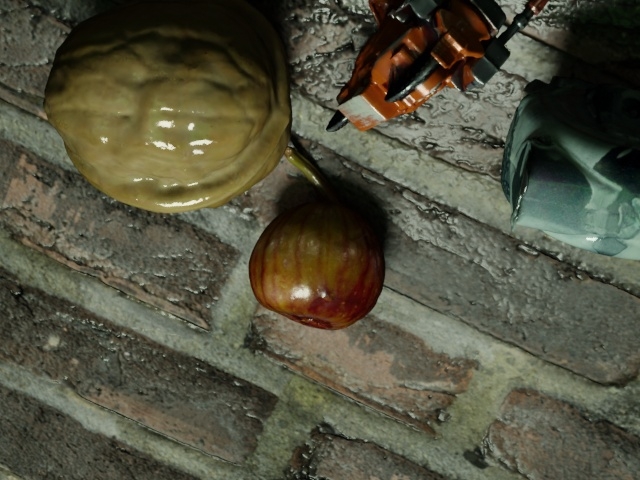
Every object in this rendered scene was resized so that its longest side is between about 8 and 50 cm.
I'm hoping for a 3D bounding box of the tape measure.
[{"bbox_3d":[0.334,-0.085,1.750,0.256,0.275,0.147,12,118,0],"label":"tape measure"}]

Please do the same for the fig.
[{"bbox_3d":[0.004,0.006,1.980,0.175,0.207,0.175,10,161,3],"label":"fig"}]

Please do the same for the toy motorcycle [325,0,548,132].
[{"bbox_3d":[0.115,-0.215,1.745,0.148,0.221,0.325,44,166,-10],"label":"toy motorcycle"}]

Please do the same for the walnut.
[{"bbox_3d":[-0.166,-0.163,1.834,0.285,0.285,0.296,5,162,11],"label":"walnut"}]
